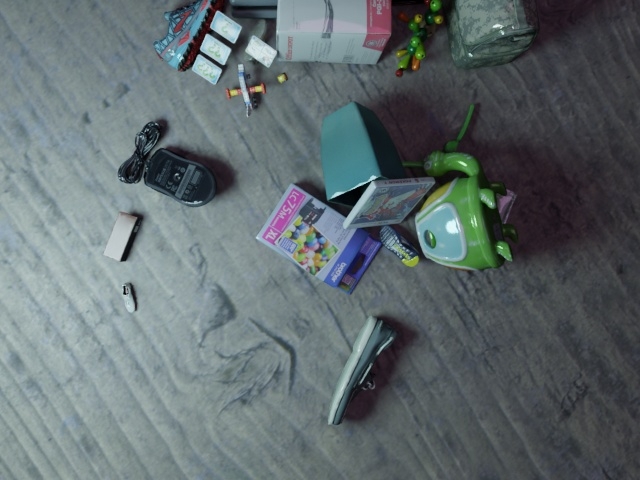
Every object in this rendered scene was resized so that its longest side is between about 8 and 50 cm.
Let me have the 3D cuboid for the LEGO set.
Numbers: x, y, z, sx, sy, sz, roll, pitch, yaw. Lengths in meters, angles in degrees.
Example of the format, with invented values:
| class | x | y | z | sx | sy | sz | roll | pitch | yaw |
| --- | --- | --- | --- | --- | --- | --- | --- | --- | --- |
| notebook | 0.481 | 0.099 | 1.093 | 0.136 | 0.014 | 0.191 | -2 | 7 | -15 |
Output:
| class | x | y | z | sx | sy | sz | roll | pitch | yaw |
| --- | --- | --- | --- | --- | --- | --- | --- | --- | --- |
| LEGO set | -0.214 | -0.458 | 1.345 | 0.244 | 0.060 | 0.182 | 34 | 121 | -5 |

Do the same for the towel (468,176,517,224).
| class | x | y | z | sx | sy | sz | roll | pitch | yaw |
| --- | --- | --- | --- | --- | --- | --- | --- | --- | --- |
| towel | 0.479 | -0.113 | 1.456 | 0.152 | 0.023 | 0.113 | 22 | 88 | -4 |

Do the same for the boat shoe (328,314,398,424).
| class | x | y | z | sx | sy | sz | roll | pitch | yaw |
| --- | --- | --- | --- | --- | --- | --- | --- | --- | --- |
| boat shoe | 0.115 | 0.369 | 1.389 | 0.099 | 0.116 | 0.319 | 25 | 84 | -1 |

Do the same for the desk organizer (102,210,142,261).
| class | x | y | z | sx | sy | sz | roll | pitch | yaw |
| --- | --- | --- | --- | --- | --- | --- | --- | --- | --- |
| desk organizer | -0.535 | -0.011 | 1.367 | 0.050 | 0.047 | 0.130 | 21 | 89 | -2 |

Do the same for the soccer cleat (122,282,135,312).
| class | x | y | z | sx | sy | sz | roll | pitch | yaw |
| --- | --- | --- | --- | --- | --- | --- | --- | --- | --- |
| soccer cleat | -0.524 | 0.156 | 1.375 | 0.029 | 0.035 | 0.083 | -9 | 91 | -4 |

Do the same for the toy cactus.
| class | x | y | z | sx | sy | sz | roll | pitch | yaw |
| --- | --- | --- | --- | --- | --- | --- | --- | --- | --- |
| toy cactus | 0.269 | -0.568 | 1.380 | 0.112 | 0.218 | 0.180 | 25 | 47 | 10 |

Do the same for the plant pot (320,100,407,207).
| class | x | y | z | sx | sy | sz | roll | pitch | yaw |
| --- | --- | --- | --- | --- | --- | --- | --- | --- | --- |
| plant pot | 0.102 | -0.231 | 1.332 | 0.166 | 0.166 | 0.234 | -22 | 74 | 33 |

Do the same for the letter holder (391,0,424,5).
| class | x | y | z | sx | sy | sz | roll | pitch | yaw |
| --- | --- | --- | --- | --- | --- | --- | --- | --- | --- |
| letter holder | 0.196 | -0.815 | 1.364 | 0.215 | 0.152 | 0.301 | -6 | 91 | -2 |

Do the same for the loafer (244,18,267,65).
| class | x | y | z | sx | sy | sz | roll | pitch | yaw |
| --- | --- | --- | --- | --- | --- | --- | --- | --- | --- |
| loafer | -0.175 | -0.547 | 1.397 | 0.045 | 0.039 | 0.125 | 18 | 86 | 29 |

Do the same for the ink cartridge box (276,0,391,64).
| class | x | y | z | sx | sy | sz | roll | pitch | yaw |
| --- | --- | --- | --- | --- | --- | --- | --- | --- | --- |
| ink cartridge box | 0.027 | -0.555 | 1.322 | 0.283 | 0.207 | 0.117 | 0 | 90 | -5 |

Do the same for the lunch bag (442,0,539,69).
| class | x | y | z | sx | sy | sz | roll | pitch | yaw |
| --- | --- | --- | --- | --- | --- | --- | --- | --- | --- |
| lunch bag | 0.459 | -0.640 | 1.331 | 0.213 | 0.256 | 0.304 | -9 | 91 | -5 |

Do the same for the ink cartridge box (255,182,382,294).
| class | x | y | z | sx | sy | sz | roll | pitch | yaw |
| --- | --- | --- | --- | --- | --- | --- | --- | --- | --- |
| ink cartridge box | 0.000 | 0.000 | 1.403 | 0.311 | 0.065 | 0.185 | 33 | 89 | -6 |

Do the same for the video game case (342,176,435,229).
| class | x | y | z | sx | sy | sz | roll | pitch | yaw |
| --- | --- | --- | --- | --- | --- | --- | --- | --- | --- |
| video game case | 0.175 | -0.095 | 1.320 | 0.184 | 0.201 | 0.023 | -7 | 63 | -26 |

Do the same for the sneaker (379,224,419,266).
| class | x | y | z | sx | sy | sz | roll | pitch | yaw |
| --- | --- | --- | --- | --- | --- | --- | --- | --- | --- |
| sneaker | 0.224 | 0.014 | 1.427 | 0.144 | 0.059 | 0.053 | 49 | 116 | 13 |

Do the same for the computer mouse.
| class | x | y | z | sx | sy | sz | roll | pitch | yaw |
| --- | --- | --- | --- | --- | --- | --- | --- | --- | --- |
| computer mouse | -0.392 | -0.184 | 1.370 | 0.272 | 0.072 | 0.188 | 30 | 90 | 8 |

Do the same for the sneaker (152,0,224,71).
| class | x | y | z | sx | sy | sz | roll | pitch | yaw |
| --- | --- | --- | --- | --- | --- | --- | --- | --- | --- |
| sneaker | -0.355 | -0.593 | 1.346 | 0.125 | 0.104 | 0.261 | 31 | 88 | -2 |

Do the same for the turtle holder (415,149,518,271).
| class | x | y | z | sx | sy | sz | roll | pitch | yaw |
| --- | --- | --- | --- | --- | --- | --- | --- | --- | --- |
| turtle holder | 0.369 | -0.066 | 1.336 | 0.228 | 0.243 | 0.320 | -14 | 120 | 30 |

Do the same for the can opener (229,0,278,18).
| class | x | y | z | sx | sy | sz | roll | pitch | yaw |
| --- | --- | --- | --- | --- | --- | --- | --- | --- | --- |
| can opener | -0.108 | -0.657 | 1.390 | 0.281 | 0.074 | 0.093 | -6 | 57 | -6 |

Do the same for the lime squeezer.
| class | x | y | z | sx | sy | sz | roll | pitch | yaw |
| --- | --- | --- | --- | --- | --- | --- | --- | --- | --- |
| lime squeezer | 0.340 | -0.259 | 1.437 | 0.310 | 0.059 | 0.110 | -35 | 63 | -2 |
